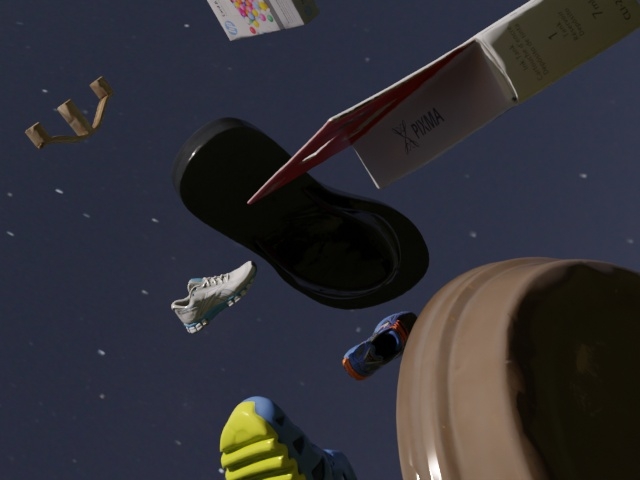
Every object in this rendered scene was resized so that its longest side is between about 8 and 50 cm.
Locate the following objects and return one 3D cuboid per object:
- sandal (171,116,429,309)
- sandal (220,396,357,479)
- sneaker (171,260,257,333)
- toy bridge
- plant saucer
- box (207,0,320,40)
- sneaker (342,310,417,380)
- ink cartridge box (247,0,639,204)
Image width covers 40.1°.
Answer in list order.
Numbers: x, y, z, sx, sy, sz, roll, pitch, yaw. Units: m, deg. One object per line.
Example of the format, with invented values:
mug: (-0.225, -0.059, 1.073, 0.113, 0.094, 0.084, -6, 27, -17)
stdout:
sandal: (-0.002, 0.001, 1.134, 0.445, 0.107, 0.167, 28, -76, -42)
sandal: (-0.012, 0.317, 1.120, 0.138, 0.126, 0.317, -50, -61, -43)
sneaker: (-0.204, 0.094, 1.661, 0.190, 0.071, 0.083, -39, -71, 11)
toy bridge: (-0.380, -0.187, 1.363, 0.063, 0.026, 0.188, 54, -141, -17)
plant saucer: (0.155, 0.110, 0.353, 0.278, 0.278, 0.041, -4, -37, -43)
box: (-0.102, -0.366, 1.250, 0.038, 0.186, 0.145, -45, -60, -27)
sneaker: (0.140, 0.205, 1.757, 0.083, 0.087, 0.221, 52, -136, 0)
ink cartridge box: (0.080, -0.091, 0.685, 0.239, 0.275, 0.060, -34, -89, -18)
